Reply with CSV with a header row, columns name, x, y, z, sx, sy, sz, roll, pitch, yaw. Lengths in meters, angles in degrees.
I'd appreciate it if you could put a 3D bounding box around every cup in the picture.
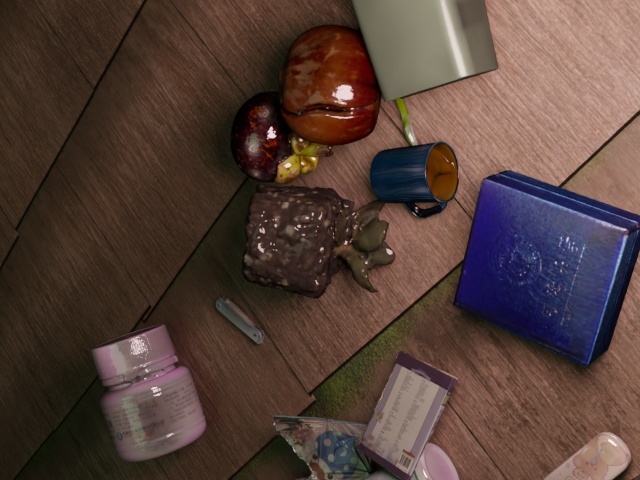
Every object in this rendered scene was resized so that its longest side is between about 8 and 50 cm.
name,x,y,z,sx,sy,sz,roll,pitch,yaw
cup,0.181,-0.111,1.805,0.138,0.113,0.150,-1,100,42

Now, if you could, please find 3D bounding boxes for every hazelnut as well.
name,x,y,z,sx,sy,sz,roll,pitch,yaw
hazelnut,0.020,-0.298,1.823,0.218,0.218,0.234,-10,65,41

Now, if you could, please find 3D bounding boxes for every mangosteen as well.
name,x,y,z,sx,sy,sz,roll,pitch,yaw
mangosteen,-0.078,-0.210,1.952,0.217,0.192,0.192,14,112,22

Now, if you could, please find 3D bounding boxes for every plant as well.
name,x,y,z,sx,sy,sz,roll,pitch,yaw
plant,0.000,0.000,1.937,0.312,0.213,0.215,3,109,2

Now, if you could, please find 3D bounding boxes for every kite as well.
name,x,y,z,sx,sy,sz,roll,pitch,yaw
kite,0.004,0.516,2.111,0.314,0.011,0.335,-45,74,9

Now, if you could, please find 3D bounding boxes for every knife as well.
name,x,y,z,sx,sy,sz,roll,pitch,yaw
knife,0.163,-0.255,1.838,0.022,0.026,0.184,-22,85,38
knife,-0.195,0.189,2.263,0.162,0.023,0.044,37,119,27

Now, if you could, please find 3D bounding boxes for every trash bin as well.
name,x,y,z,sx,sy,sz,roll,pitch,yaw
trash bin,0.169,-0.443,1.691,0.222,0.158,0.344,-10,96,41

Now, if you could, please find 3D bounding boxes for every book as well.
name,x,y,z,sx,sy,sz,roll,pitch,yaw
book,0.177,0.358,1.919,0.157,0.026,0.231,24,89,46

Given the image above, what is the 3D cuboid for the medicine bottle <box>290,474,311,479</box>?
name,x,y,z,sx,sy,sz,roll,pitch,yaw
medicine bottle,-0.031,0.600,2.202,0.183,0.086,0.086,-26,85,41

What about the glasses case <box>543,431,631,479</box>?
name,x,y,z,sx,sy,sz,roll,pitch,yaw
glasses case,0.493,0.433,1.739,0.081,0.051,0.204,48,127,18

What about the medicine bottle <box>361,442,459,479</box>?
name,x,y,z,sx,sy,sz,roll,pitch,yaw
medicine bottle,0.151,0.543,1.967,0.274,0.133,0.133,-37,78,26

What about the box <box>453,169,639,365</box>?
name,x,y,z,sx,sy,sz,roll,pitch,yaw
box,0.402,0.044,1.668,0.278,0.116,0.262,24,116,31

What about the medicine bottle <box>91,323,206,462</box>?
name,x,y,z,sx,sy,sz,roll,pitch,yaw
medicine bottle,-0.443,0.385,2.380,0.241,0.241,0.302,-17,91,41
